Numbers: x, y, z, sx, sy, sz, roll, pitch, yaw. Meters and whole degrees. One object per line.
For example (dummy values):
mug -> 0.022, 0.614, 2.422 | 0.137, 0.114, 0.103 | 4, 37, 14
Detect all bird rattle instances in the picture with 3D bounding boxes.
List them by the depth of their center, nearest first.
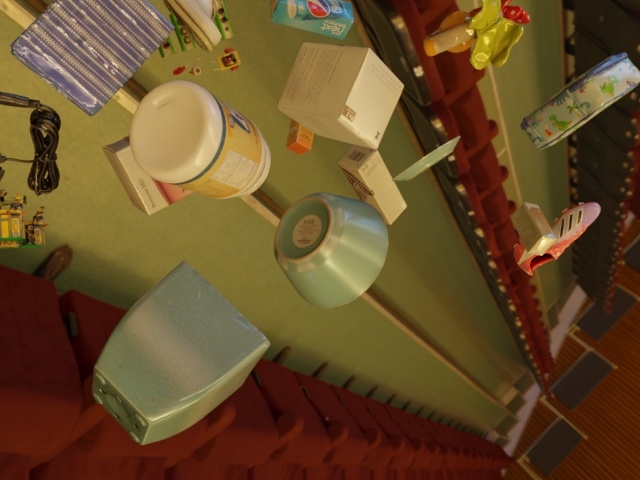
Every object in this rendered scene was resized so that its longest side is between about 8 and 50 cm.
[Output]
bird rattle -> 0.313, -0.454, 1.008 | 0.143, 0.206, 0.253 | 60, 34, -29

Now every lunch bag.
lunch bag -> 0.554, -0.294, 1.044 | 0.176, 0.090, 0.219 | -30, 173, -20

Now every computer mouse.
computer mouse -> -0.485, -0.124, 0.648 | 0.262, 0.060, 0.184 | 4, 139, -35

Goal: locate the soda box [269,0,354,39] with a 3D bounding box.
soda box -> -0.023, -0.597, 1.274 | 0.210, 0.067, 0.071 | 3, 158, -24

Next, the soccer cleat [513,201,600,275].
soccer cleat -> 0.631, -0.004, 1.283 | 0.248, 0.095, 0.083 | -37, 132, 21

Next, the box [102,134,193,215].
box -> -0.317, -0.179, 1.054 | 0.232, 0.127, 0.149 | -34, 120, -24

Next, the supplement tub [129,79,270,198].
supplement tub -> -0.173, -0.143, 0.749 | 0.144, 0.144, 0.199 | -51, 162, 9

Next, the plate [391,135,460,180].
plate -> 0.254, -0.185, 1.155 | 0.188, 0.024, 0.188 | -33, 179, -1

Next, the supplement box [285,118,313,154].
supplement box -> -0.069, -0.460, 1.909 | 0.078, 0.080, 0.234 | 22, 65, -33

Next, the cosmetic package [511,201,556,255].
cosmetic package -> 0.493, -0.028, 1.128 | 0.041, 0.115, 0.060 | 9, 136, -15

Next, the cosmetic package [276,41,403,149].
cosmetic package -> 0.041, -0.300, 1.011 | 0.151, 0.183, 0.152 | 21, 92, -52

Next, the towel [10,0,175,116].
towel -> -0.578, -0.519, 1.248 | 0.243, 0.040, 0.336 | 42, 86, -26

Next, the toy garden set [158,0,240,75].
toy garden set -> -0.370, -0.603, 1.496 | 0.244, 0.049, 0.204 | -27, 116, -21

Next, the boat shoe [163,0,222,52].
boat shoe -> -0.275, -0.517, 1.036 | 0.103, 0.302, 0.113 | -35, 152, -2

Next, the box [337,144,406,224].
box -> 0.171, -0.180, 1.581 | 0.094, 0.113, 0.275 | -48, 132, -11

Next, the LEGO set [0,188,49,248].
LEGO set -> -0.808, -0.083, 1.174 | 0.254, 0.331, 0.192 | -4, 87, -11

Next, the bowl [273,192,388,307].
bowl -> 0.000, 0.000, 1.253 | 0.311, 0.311, 0.163 | -49, 136, 6

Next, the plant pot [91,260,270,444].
plant pot -> -0.298, 0.248, 0.964 | 0.252, 0.247, 0.248 | -42, 170, -42
